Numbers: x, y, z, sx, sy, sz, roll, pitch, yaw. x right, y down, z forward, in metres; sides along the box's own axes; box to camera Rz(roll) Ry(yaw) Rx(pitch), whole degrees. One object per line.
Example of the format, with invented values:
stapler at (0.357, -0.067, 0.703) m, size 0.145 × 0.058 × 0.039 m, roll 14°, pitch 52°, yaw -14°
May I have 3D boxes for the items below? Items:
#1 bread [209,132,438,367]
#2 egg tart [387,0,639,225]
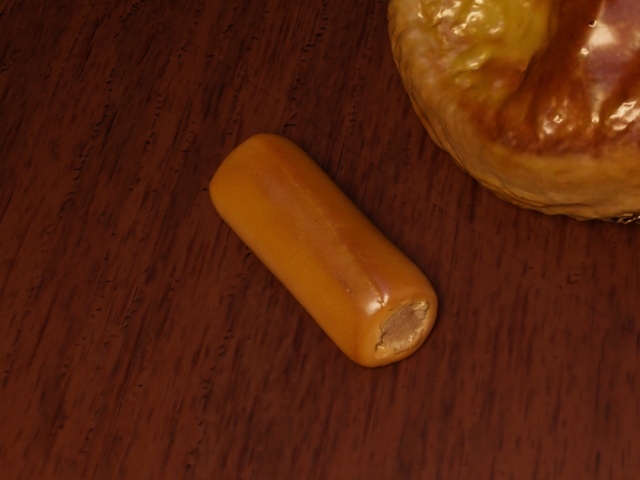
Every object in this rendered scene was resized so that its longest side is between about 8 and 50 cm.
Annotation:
bread at (0.000, 0.000, 0.928) m, size 0.092 × 0.074 × 0.239 m, roll -33°, pitch 56°, yaw -17°
egg tart at (0.251, -0.227, 0.902) m, size 0.443 × 0.178 × 0.443 m, roll -3°, pitch 85°, yaw 41°
